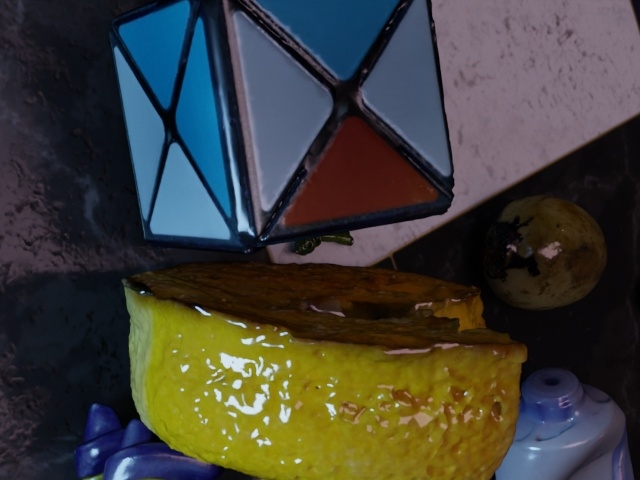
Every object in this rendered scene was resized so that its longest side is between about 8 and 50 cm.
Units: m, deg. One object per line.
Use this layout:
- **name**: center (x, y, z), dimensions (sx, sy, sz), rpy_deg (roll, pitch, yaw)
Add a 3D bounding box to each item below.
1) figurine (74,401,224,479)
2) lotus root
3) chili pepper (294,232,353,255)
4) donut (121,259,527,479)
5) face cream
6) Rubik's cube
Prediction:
- **figurine**: center (-0.214, 0.366, 1.191), dimensions (0.193, 0.154, 0.421), rpy_deg (7, 85, -28)
- **lotus root**: center (0.280, 0.014, 1.538), dimensions (0.214, 0.138, 0.139), rpy_deg (-2, 91, -44)
- **chili pepper**: center (0.000, 0.000, 1.410), dimensions (0.083, 0.022, 0.027), rpy_deg (-13, 95, -37)
- **donut**: center (-0.003, 0.121, 1.216), dimensions (0.377, 0.435, 0.164), rpy_deg (8, 96, 7)
- **face cream**: center (0.311, 0.352, 1.575), dimensions (0.234, 0.137, 0.420), rpy_deg (-27, 116, -32)
- **Rubik's cube**: center (-0.041, -0.126, 1.252), dimensions (0.250, 0.248, 0.247), rpy_deg (-12, 95, -31)
